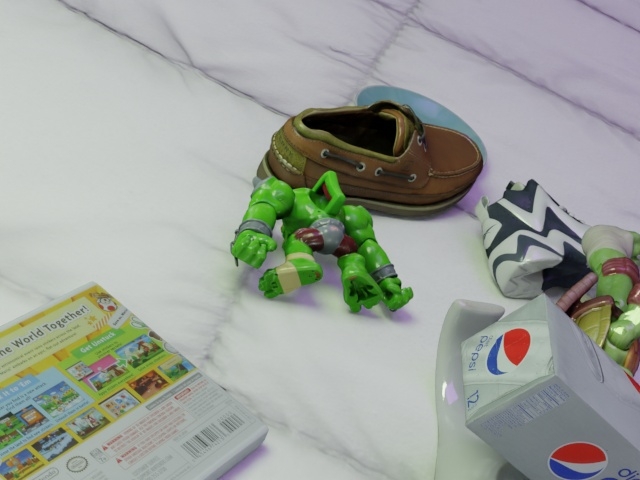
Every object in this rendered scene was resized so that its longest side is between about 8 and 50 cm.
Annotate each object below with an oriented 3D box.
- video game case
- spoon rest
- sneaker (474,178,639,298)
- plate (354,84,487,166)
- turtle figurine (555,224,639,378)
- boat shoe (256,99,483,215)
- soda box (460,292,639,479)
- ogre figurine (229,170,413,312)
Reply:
[{"bbox_3d":[-0.181,0.136,0.925,0.206,0.026,0.227,38,34,16],"label":"video game case"},{"bbox_3d":[0.152,0.188,1.064,0.137,0.084,0.276,11,49,-23],"label":"spoon rest"},{"bbox_3d":[0.280,-0.011,1.404,0.235,0.094,0.153,-4,51,-25],"label":"sneaker"},{"bbox_3d":[0.126,-0.137,1.538,0.188,0.024,0.188,20,32,-13],"label":"plate"},{"bbox_3d":[0.333,0.105,1.184,0.274,0.198,0.266,-15,23,9],"label":"turtle figurine"},{"bbox_3d":[0.080,-0.098,1.355,0.307,0.104,0.111,-9,52,-38],"label":"boat shoe"},{"bbox_3d":[0.241,0.175,1.011,0.286,0.091,0.098,41,30,-25],"label":"soda box"},{"bbox_3d":[0.000,0.000,1.187,0.197,0.097,0.118,4,49,-15],"label":"ogre figurine"}]
